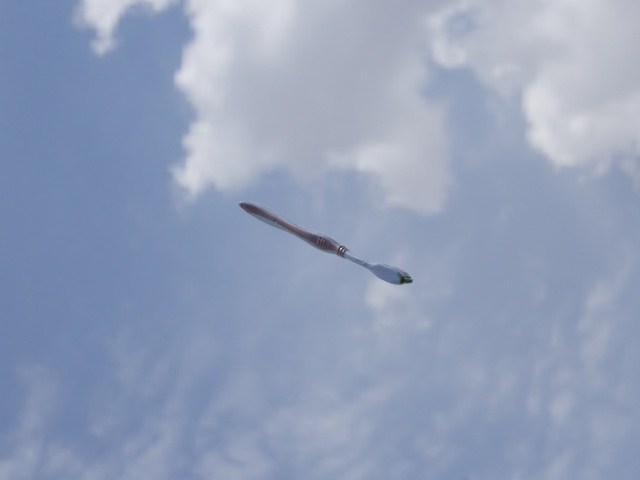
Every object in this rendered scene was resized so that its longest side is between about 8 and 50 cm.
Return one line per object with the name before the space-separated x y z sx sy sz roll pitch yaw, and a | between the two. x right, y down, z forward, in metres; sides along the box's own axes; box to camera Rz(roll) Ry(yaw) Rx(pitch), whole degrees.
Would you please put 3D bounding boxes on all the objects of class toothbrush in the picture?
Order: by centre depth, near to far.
toothbrush | 0.000 0.000 1.543 0.019 0.193 0.013 4 -74 -46
